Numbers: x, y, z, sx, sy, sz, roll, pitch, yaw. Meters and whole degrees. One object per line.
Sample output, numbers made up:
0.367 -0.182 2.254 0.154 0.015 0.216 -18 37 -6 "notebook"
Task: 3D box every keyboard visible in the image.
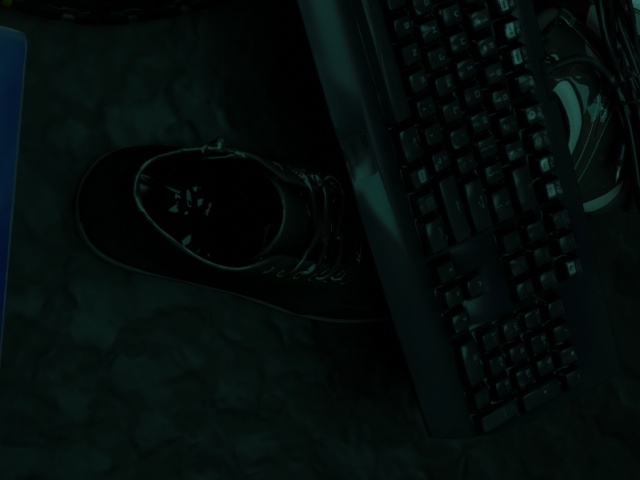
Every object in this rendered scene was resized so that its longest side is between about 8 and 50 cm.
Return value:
0.094 -0.073 0.639 0.201 0.033 0.317 -26 109 -27 "keyboard"

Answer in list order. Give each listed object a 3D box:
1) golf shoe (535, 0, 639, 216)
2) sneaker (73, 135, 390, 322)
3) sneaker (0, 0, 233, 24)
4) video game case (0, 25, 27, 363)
0.139 -0.112 0.720 0.094 0.077 0.198 -3 90 -21 "golf shoe"
0.000 0.000 0.644 0.222 0.118 0.083 5 89 -21 "sneaker"
-0.048 -0.180 0.643 0.300 0.111 0.121 -13 87 -27 "sneaker"
-0.216 0.056 0.498 0.061 0.244 0.269 6 88 -49 "video game case"
